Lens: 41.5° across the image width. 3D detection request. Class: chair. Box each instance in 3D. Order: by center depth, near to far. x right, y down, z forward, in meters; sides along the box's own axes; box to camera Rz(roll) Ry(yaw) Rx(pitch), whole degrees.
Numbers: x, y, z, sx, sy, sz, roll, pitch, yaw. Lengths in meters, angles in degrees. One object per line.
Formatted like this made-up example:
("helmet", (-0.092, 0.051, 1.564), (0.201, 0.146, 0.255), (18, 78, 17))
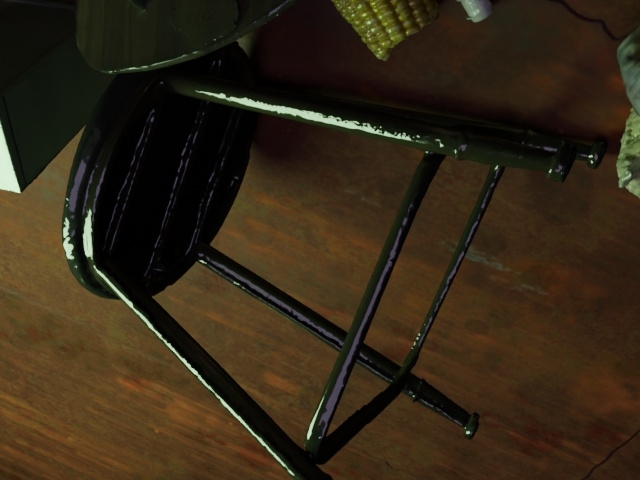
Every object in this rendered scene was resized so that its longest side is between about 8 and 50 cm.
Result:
("chair", (0.000, 0.000, 0.831), (0.410, 0.362, 0.364), (25, 105, 18))

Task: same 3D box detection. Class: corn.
("corn", (0.019, -0.284, 0.785), (0.093, 0.093, 0.244), (-26, 116, 35))

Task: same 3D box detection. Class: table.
("table", (-0.137, -0.305, 0.608), (0.317, 0.317, 0.249), (-4, 171, 27))

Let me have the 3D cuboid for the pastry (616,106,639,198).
("pastry", (0.410, -0.059, 0.816), (0.258, 0.121, 0.089), (19, 158, -4))

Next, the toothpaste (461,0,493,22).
("toothpaste", (0.108, -0.291, 0.789), (0.048, 0.031, 0.190), (-19, 116, 36))

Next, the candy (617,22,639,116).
("candy", (0.388, -0.115, 0.701), (0.289, 0.214, 0.157), (29, 136, 0))

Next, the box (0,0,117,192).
("box", (-0.378, -0.174, 0.939), (0.225, 0.225, 0.117), (11, 131, 13))
